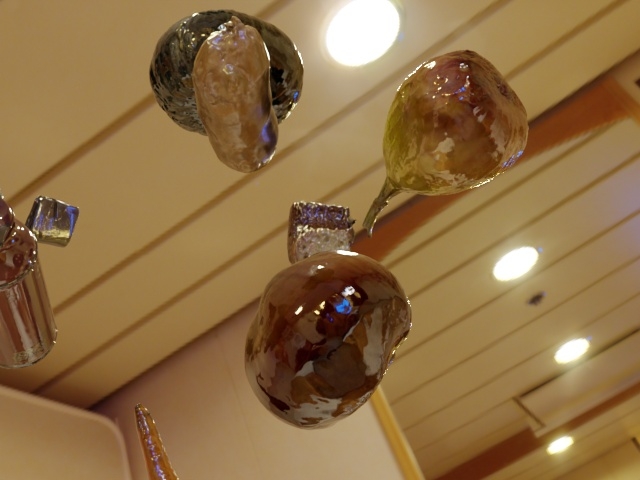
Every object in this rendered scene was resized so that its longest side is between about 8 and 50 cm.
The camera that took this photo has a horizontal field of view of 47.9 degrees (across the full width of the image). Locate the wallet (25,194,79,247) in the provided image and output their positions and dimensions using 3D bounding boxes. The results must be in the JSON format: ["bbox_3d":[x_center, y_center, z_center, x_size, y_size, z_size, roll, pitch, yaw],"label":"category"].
[{"bbox_3d":[-0.466,-0.031,1.252,0.018,0.082,0.157,18,-5,6],"label":"wallet"}]

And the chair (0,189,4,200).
[{"bbox_3d":[-0.658,-0.025,1.347,0.136,0.147,0.271,-15,-67,-9],"label":"chair"}]

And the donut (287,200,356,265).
[{"bbox_3d":[-0.003,0.011,1.373,0.126,0.187,0.144,16,-25,-18],"label":"donut"}]

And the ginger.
[{"bbox_3d":[-0.075,-0.121,0.674,0.068,0.095,0.190,15,-29,12],"label":"ginger"}]

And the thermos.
[{"bbox_3d":[-0.427,0.042,0.968,0.109,0.136,0.330,3,-34,-11],"label":"thermos"}]

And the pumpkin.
[{"bbox_3d":[-0.129,-0.221,0.991,0.211,0.152,0.211,-9,-14,-2],"label":"pumpkin"}]

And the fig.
[{"bbox_3d":[0.125,-0.094,0.845,0.159,0.159,0.257,9,-47,-38],"label":"fig"}]

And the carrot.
[{"bbox_3d":[-0.216,0.348,1.023,0.061,0.257,0.061,-19,-19,-7],"label":"carrot"}]

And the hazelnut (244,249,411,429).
[{"bbox_3d":[0.000,0.130,0.977,0.217,0.217,0.252,22,-77,-45],"label":"hazelnut"}]
